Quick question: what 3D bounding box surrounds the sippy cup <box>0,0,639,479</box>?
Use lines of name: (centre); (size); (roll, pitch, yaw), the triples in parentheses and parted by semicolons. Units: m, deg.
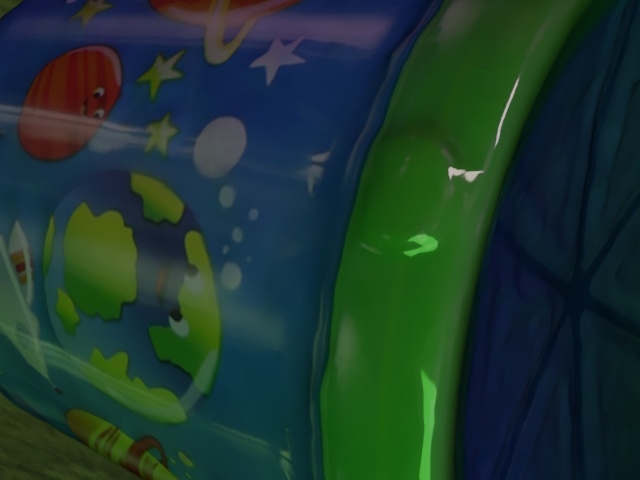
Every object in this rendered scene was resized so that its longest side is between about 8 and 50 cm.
sippy cup: (0.000, 0.000, 0.485); (0.224, 0.305, 0.240); (12, 167, 32)
